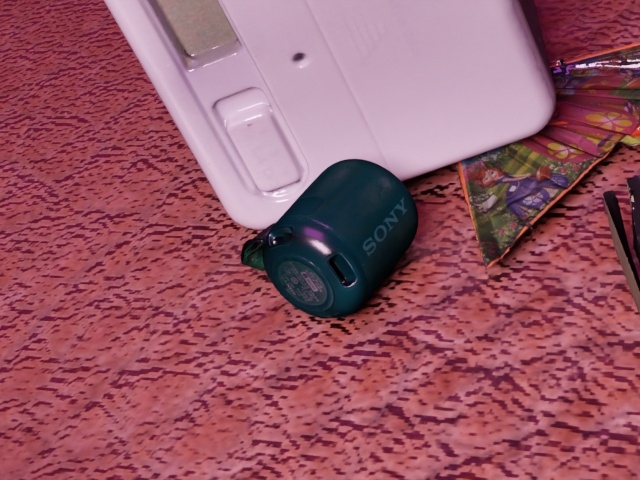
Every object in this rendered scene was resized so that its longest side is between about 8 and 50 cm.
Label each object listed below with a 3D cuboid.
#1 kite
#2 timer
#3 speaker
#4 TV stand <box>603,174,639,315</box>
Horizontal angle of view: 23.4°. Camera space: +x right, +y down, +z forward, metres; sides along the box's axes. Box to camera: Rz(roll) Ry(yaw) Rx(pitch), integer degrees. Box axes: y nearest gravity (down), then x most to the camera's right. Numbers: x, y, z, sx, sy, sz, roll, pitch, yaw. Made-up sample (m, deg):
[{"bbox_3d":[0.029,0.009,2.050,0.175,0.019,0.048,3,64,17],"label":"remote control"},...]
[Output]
[{"bbox_3d":[0.134,-0.057,0.837,0.183,0.014,0.241,13,43,37],"label":"kite"},{"bbox_3d":[0.005,-0.154,0.854,0.194,0.192,0.195,-19,35,15],"label":"timer"},{"bbox_3d":[-0.003,-0.004,0.789,0.094,0.060,0.075,10,43,34],"label":"speaker"},{"bbox_3d":[0.167,0.052,0.660,0.042,0.036,0.249,-13,36,5],"label":"TV stand"}]
